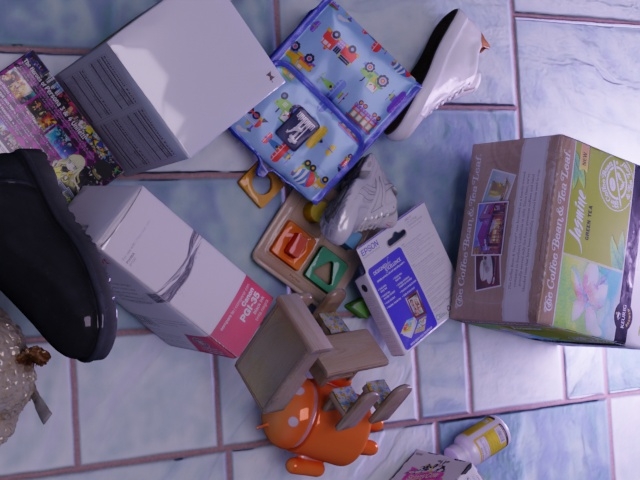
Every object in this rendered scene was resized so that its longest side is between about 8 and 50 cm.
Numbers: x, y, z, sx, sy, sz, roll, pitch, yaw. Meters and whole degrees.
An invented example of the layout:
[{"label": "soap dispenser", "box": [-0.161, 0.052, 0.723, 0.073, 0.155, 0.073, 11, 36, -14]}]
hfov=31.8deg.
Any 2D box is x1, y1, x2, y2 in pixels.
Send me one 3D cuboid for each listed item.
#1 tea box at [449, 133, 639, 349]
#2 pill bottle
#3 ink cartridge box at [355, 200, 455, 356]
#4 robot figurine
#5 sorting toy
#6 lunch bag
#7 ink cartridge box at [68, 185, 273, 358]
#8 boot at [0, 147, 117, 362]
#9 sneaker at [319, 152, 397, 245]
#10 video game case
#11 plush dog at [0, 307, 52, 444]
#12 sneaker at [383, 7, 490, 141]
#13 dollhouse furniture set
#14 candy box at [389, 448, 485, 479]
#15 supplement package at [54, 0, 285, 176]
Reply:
[{"label": "tea box", "box": [0.434, 0.013, 2.024, 0.323, 0.220, 0.329, 14, 80, -36]}, {"label": "pill bottle", "box": [0.283, 0.370, 2.033, 0.116, 0.065, 0.065, -25, 99, -27]}, {"label": "ink cartridge box", "box": [0.153, 0.065, 1.966, 0.206, 0.045, 0.208, -34, 104, -41]}, {"label": "robot figurine", "box": [-0.004, 0.298, 1.847, 0.219, 0.128, 0.158, 22, 111, -25]}, {"label": "sorting toy", "box": [0.000, 0.000, 1.911, 0.347, 0.047, 0.196, 37, 71, -21]}, {"label": "lunch bag", "box": [-0.016, -0.219, 1.877, 0.221, 0.138, 0.293, 42, 80, -10]}, {"label": "ink cartridge box", "box": [-0.241, 0.045, 1.664, 0.283, 0.207, 0.117, 44, 67, -30]}, {"label": "boot", "box": [-0.524, 0.034, 1.422, 0.445, 0.146, 0.367, -5, 46, -38]}, {"label": "sneaker", "box": [0.080, -0.054, 1.879, 0.115, 0.090, 0.232, 41, 39, -8]}, {"label": "video game case", "box": [-0.444, -0.133, 1.681, 0.210, 0.042, 0.232, -43, 107, -23]}, {"label": "plush dog", "box": [-0.509, 0.186, 1.519, 0.225, 0.210, 0.263, -14, 95, -41]}, {"label": "sneaker", "box": [0.222, -0.276, 2.012, 0.123, 0.106, 0.290, 39, 69, -19]}, {"label": "dollhouse furniture set", "box": [0.014, 0.167, 1.757, 0.242, 0.161, 0.212, -5, 50, -43]}, {"label": "candy box", "box": [0.168, 0.457, 1.910, 0.196, 0.165, 0.070, -44, 109, -24]}, {"label": "supplement package", "box": [-0.231, -0.241, 1.677, 0.199, 0.262, 0.198, -42, 107, -24]}]
